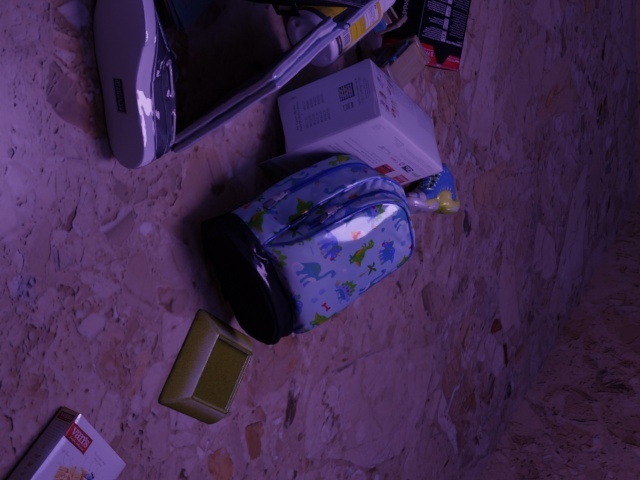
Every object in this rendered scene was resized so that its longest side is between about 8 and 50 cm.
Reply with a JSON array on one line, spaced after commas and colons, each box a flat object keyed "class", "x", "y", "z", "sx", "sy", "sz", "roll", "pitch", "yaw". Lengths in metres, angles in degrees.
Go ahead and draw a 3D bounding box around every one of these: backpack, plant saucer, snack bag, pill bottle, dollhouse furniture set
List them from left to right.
[{"class": "plant saucer", "x": -0.201, "y": 0.248, "z": 1.764, "sx": 0.188, "sy": 0.045, "sz": 0.188, "roll": 41, "pitch": 68, "yaw": -55}, {"class": "snack bag", "x": -0.067, "y": -0.289, "z": 1.540, "sx": 0.037, "sy": 0.323, "sz": 0.342, "roll": 52, "pitch": 53, "yaw": -12}, {"class": "backpack", "x": 0.000, "y": 0.000, "z": 1.728, "sx": 0.355, "sy": 0.273, "sz": 0.290, "roll": -42, "pitch": 134, "yaw": -31}, {"class": "pill bottle", "x": 0.045, "y": -0.433, "z": 1.772, "sx": 0.208, "sy": 0.119, "sz": 0.119, "roll": -45, "pitch": 138, "yaw": -27}, {"class": "dollhouse furniture set", "x": 0.108, "y": -0.402, "z": 1.931, "sx": 0.129, "sy": 0.129, "sz": 0.184, "roll": -49, "pitch": 115, "yaw": -34}]

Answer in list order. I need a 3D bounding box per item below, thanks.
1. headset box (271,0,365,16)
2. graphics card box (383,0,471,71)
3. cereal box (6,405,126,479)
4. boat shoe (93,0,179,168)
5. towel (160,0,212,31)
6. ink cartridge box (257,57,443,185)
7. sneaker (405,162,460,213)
[{"class": "headset box", "x": -0.047, "y": -0.489, "z": 1.426, "sx": 0.131, "sy": 0.246, "sz": 0.283, "roll": -4, "pitch": 103, "yaw": -46}, {"class": "graphics card box", "x": 0.258, "y": -0.578, "z": 2.090, "sx": 0.232, "sy": 0.094, "sz": 0.371, "roll": -6, "pitch": 108, "yaw": -56}, {"class": "cereal box", "x": -0.427, "y": 0.407, "z": 1.478, "sx": 0.240, "sy": 0.047, "sz": 0.173, "roll": -56, "pitch": 143, "yaw": -28}, {"class": "boat shoe", "x": -0.263, "y": -0.259, "z": 1.405, "sx": 0.102, "sy": 0.108, "sz": 0.301, "roll": -33, "pitch": 131, "yaw": -47}, {"class": "towel", "x": -0.212, "y": -0.552, "z": 1.431, "sx": 0.271, "sy": 0.040, "sz": 0.370, "roll": -53, "pitch": 140, "yaw": -33}, {"class": "ink cartridge box", "x": 0.055, "y": -0.199, "z": 1.853, "sx": 0.309, "sy": 0.271, "sz": 0.130, "roll": 29, "pitch": 48, "yaw": -58}, {"class": "sneaker", "x": 0.263, "y": -0.131, "z": 2.310, "sx": 0.240, "sy": 0.091, "sz": 0.126, "roll": 2, "pitch": 82, "yaw": -57}]
